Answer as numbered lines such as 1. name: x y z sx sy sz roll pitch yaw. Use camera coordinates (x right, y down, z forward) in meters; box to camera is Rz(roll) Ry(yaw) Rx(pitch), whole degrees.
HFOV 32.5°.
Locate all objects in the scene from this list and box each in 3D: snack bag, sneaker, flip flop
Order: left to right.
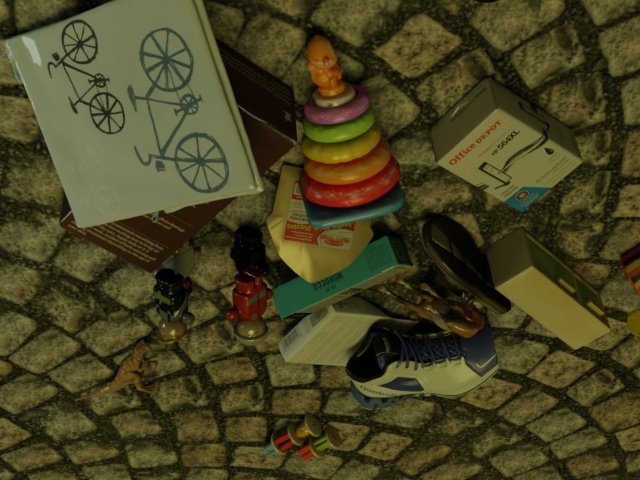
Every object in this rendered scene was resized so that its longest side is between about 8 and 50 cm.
1. snack bag: -0.276 -0.184 1.600 0.342 0.037 0.323 -13 105 27
2. sneaker: 0.186 0.234 2.149 0.315 0.127 0.182 -18 149 11
3. flip flop: 0.261 0.058 2.028 0.080 0.112 0.277 -16 143 33

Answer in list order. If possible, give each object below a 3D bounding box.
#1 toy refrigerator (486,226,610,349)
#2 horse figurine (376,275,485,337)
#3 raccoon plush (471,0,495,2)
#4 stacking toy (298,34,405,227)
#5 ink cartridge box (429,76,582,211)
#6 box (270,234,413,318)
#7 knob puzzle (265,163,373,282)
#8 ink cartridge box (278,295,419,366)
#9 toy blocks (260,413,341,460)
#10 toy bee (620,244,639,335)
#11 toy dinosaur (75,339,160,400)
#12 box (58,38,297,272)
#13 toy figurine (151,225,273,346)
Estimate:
1. toy refrigerator: 0.434 0.092 2.069 0.094 0.102 0.269 -34 129 27
2. horse figurine: 0.222 0.123 1.997 0.174 0.263 0.066 29 83 -26
3. raccoon plush: 0.144 -0.486 1.369 0.446 0.216 0.299 8 127 -13
4. stacking toy: 0.028 -0.185 1.724 0.165 0.175 0.302 -14 122 -1
5. ink cartridge box: 0.303 -0.154 1.806 0.203 0.086 0.148 25 129 -29
6. box: 0.039 0.069 2.000 0.244 0.060 0.100 -25 168 17
7. knob puzzle: -0.003 -0.024 1.899 0.213 0.030 0.213 -3 102 -13
8. ink cartridge box: 0.056 0.182 2.181 0.224 0.056 0.181 7 139 -40
9. toy blocks: -0.047 0.453 2.439 0.148 0.054 0.123 -33 130 26
10. toy bee: 0.701 0.127 2.091 0.298 0.162 0.195 13 132 -19
11. toy dinosaur: -0.388 0.274 2.225 0.112 0.064 0.211 36 116 -14
12. box: -0.231 -0.131 1.744 0.191 0.143 0.381 31 128 -31
13. toy figurine: -0.188 0.085 1.919 0.209 0.213 0.148 -3 123 -4
